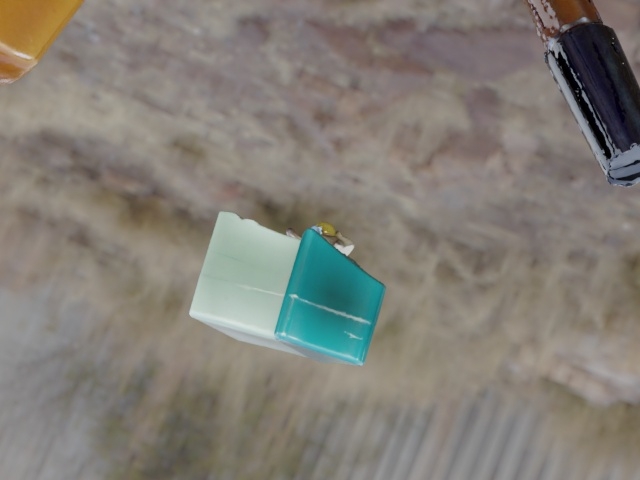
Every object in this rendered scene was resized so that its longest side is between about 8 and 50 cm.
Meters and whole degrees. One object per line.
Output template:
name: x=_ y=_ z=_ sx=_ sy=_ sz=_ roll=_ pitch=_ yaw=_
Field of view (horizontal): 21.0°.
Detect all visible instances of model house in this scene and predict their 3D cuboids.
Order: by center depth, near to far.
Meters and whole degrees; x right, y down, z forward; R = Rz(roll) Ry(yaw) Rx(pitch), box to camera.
model house: x=-0.018 y=0.046 z=1.495 sx=0.149 sy=0.100 sz=0.127 roll=15 pitch=172 yaw=21

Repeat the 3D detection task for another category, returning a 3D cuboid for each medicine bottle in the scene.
medicine bottle: x=-0.321 y=-0.226 z=1.698 sx=0.112 sy=0.222 sz=0.149 roll=40 pitch=166 yaw=-22

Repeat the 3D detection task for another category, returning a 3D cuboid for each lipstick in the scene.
lipstick: x=0.249 y=-0.239 z=1.778 sx=0.077 sy=0.418 sz=0.077 roll=-14 pitch=150 yaw=-9

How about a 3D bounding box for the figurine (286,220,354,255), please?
figurine: x=0.000 y=0.000 z=2.039 sx=0.083 sy=0.047 sz=0.050 roll=-9 pitch=-117 yaw=-53
